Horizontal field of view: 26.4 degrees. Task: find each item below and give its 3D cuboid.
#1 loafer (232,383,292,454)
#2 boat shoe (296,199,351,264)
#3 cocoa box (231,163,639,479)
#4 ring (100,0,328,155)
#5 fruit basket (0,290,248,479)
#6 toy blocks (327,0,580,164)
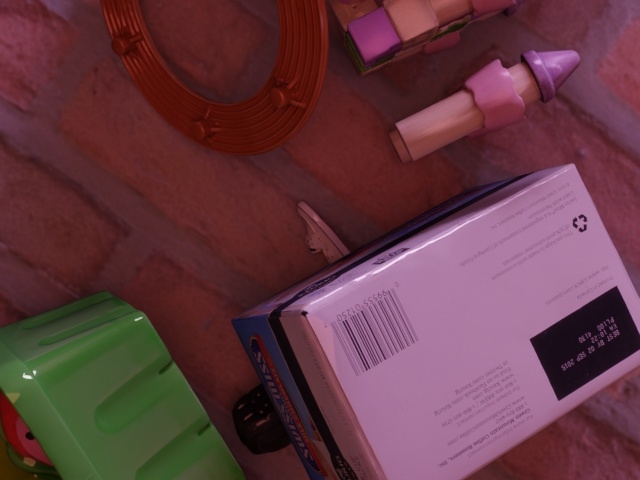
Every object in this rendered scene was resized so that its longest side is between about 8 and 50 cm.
[{"bbox_3d":[0.005,0.174,1.569,0.223,0.076,0.078,-27,135,-9],"label":"loafer"},{"bbox_3d":[0.000,0.000,1.567,0.035,0.035,0.100,-40,102,-2],"label":"boat shoe"},{"bbox_3d":[0.127,0.100,1.437,0.347,0.228,0.231,-28,96,-21],"label":"cocoa box"},{"bbox_3d":[-0.127,-0.243,1.420,0.032,0.337,0.336,-29,98,-41],"label":"ring"},{"bbox_3d":[-0.291,0.275,1.458,0.392,0.283,0.392,-3,98,-22],"label":"fruit basket"},{"bbox_3d":[0.144,-0.264,1.428,0.260,0.288,0.309,-26,92,2],"label":"toy blocks"}]
